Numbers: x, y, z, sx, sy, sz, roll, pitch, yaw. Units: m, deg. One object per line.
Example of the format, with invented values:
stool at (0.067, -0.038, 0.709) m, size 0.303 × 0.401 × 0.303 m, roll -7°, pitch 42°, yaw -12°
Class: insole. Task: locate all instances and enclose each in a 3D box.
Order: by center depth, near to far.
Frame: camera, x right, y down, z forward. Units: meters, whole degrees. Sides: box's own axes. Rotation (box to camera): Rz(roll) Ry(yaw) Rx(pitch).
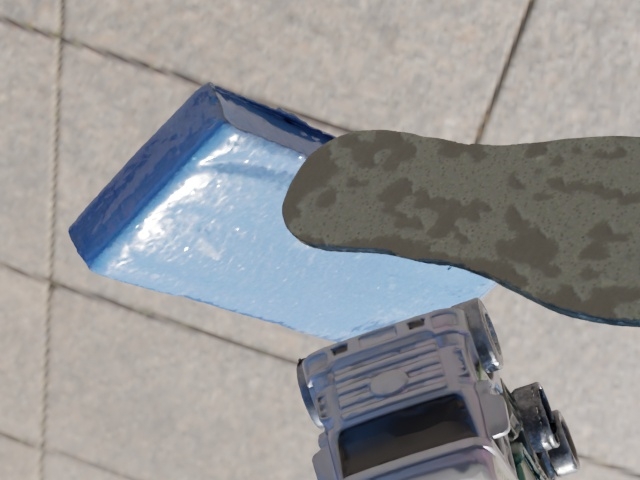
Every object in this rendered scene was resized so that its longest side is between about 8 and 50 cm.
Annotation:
insole at (0.063, -0.008, 0.464) m, size 0.193 × 0.065 × 0.006 m, roll 9°, pitch 149°, yaw 41°

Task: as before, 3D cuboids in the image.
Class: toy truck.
toy truck at (0.077, 0.135, 0.792) m, size 0.114 × 0.124 × 0.253 m, roll -20°, pitch 146°, yaw 11°

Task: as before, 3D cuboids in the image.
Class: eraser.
eraser at (0.000, 0.000, 0.981) m, size 0.312 × 0.042 × 0.144 m, roll 20°, pitch 126°, yaw -44°
